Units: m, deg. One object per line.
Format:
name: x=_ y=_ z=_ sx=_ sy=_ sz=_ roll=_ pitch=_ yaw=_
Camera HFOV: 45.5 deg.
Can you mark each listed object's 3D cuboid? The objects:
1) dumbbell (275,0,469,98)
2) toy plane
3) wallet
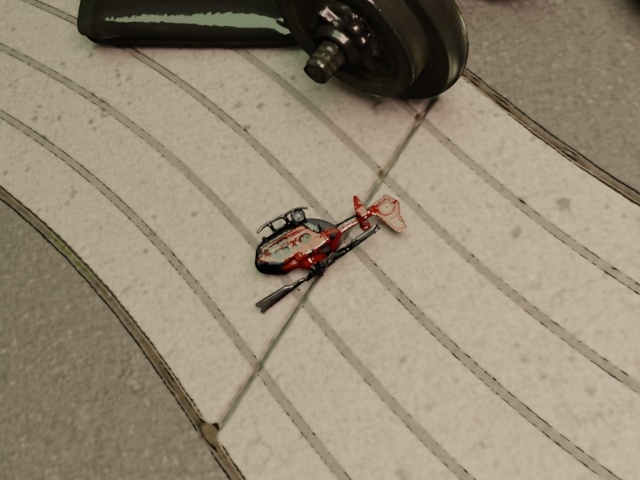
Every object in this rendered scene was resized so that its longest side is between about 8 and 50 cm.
dumbbell: x=0.081 y=-0.242 z=0.653 sx=0.192 sy=0.192 sz=0.290 roll=30 pitch=73 yaw=24
toy plane: x=0.000 y=0.000 z=0.635 sx=0.145 sy=0.037 sz=0.060 roll=-28 pitch=65 yaw=-1
wallet: x=-0.121 y=-0.270 z=0.798 sx=0.245 sy=0.052 sz=0.168 roll=4 pitch=64 yaw=10
